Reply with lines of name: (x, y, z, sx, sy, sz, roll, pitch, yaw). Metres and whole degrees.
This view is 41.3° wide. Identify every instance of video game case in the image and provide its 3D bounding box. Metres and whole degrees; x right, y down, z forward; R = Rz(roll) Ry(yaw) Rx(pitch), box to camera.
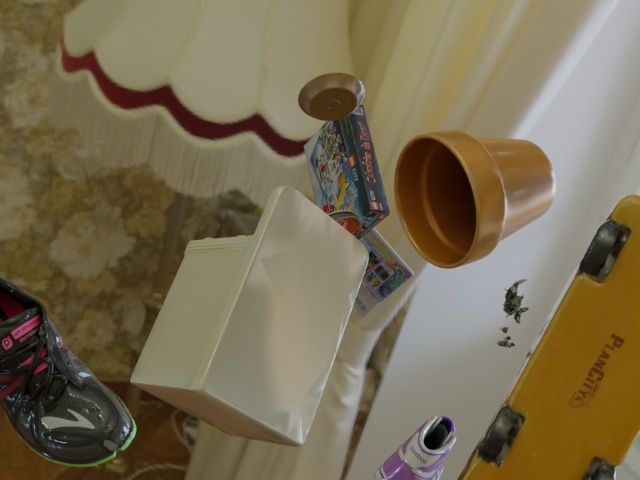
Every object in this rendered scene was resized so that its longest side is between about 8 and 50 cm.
video game case: (0.096, 0.062, 1.786, 0.157, 0.143, 0.019, 48, 4, -18)

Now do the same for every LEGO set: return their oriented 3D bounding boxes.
LEGO set: (0.220, 0.084, 0.992, 0.023, 0.083, 0.054, 17, -15, 41)

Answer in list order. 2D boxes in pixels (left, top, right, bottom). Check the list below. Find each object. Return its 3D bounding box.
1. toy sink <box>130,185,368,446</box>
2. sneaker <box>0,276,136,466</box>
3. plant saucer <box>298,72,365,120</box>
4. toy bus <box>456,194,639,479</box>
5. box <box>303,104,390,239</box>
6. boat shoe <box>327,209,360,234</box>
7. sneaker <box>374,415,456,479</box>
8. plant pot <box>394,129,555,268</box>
toy sink: (-0.072, 0.078, 0.910, 0.131, 0.234, 0.153, -4, -32, 45)
sneaker: (-0.539, 0.231, 1.570, 0.483, 0.202, 0.185, 39, 64, 17)
plant saucer: (0.015, -0.172, 1.043, 0.084, 0.083, 0.015, 6, 54, -24)
toy bus: (0.229, 0.129, 0.744, 0.108, 0.332, 0.130, 29, 6, 14)
box: (0.045, -0.116, 1.583, 0.044, 0.159, 0.233, 4, 62, -33)
boat shoe: (0.000, 0.000, 1.165, 0.137, 0.049, 0.043, -24, 25, -20)
sneaker: (0.219, 0.405, 1.654, 0.102, 0.161, 0.282, 43, 14, 14)
plant pot: (0.247, -0.077, 1.304, 0.188, 0.205, 0.205, -15, 35, -27)
